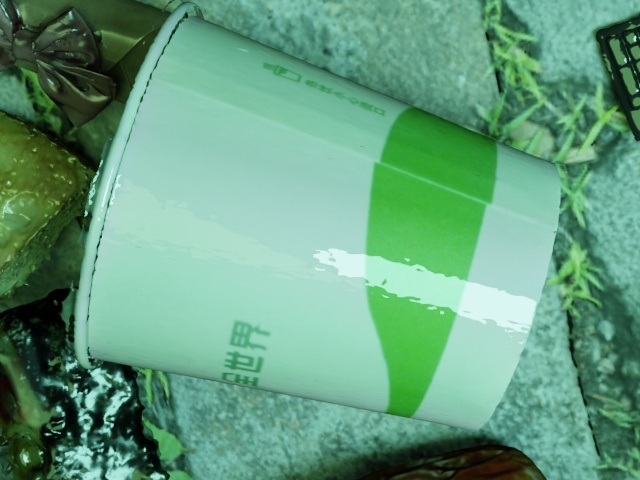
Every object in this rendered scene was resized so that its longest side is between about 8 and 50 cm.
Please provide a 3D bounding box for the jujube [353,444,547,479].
[{"bbox_3d":[0.071,0.259,0.829,0.255,0.190,0.190,-36,96,3],"label":"jujube"}]

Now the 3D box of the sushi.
[{"bbox_3d":[-0.195,0.144,0.854,0.115,0.147,0.212,-18,101,-19],"label":"sushi"}]

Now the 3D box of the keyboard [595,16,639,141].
[{"bbox_3d":[0.313,-0.144,0.714,0.250,0.017,0.087,-20,92,18],"label":"keyboard"}]

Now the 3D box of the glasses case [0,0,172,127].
[{"bbox_3d":[-0.214,-0.146,0.810,0.193,0.070,0.102,21,112,6],"label":"glasses case"}]

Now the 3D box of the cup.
[{"bbox_3d":[0.000,0.000,0.724,0.274,0.253,0.253,17,110,1],"label":"cup"}]

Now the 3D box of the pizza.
[{"bbox_3d":[-0.293,-0.028,0.869,0.204,0.080,0.188,36,88,10],"label":"pizza"}]
